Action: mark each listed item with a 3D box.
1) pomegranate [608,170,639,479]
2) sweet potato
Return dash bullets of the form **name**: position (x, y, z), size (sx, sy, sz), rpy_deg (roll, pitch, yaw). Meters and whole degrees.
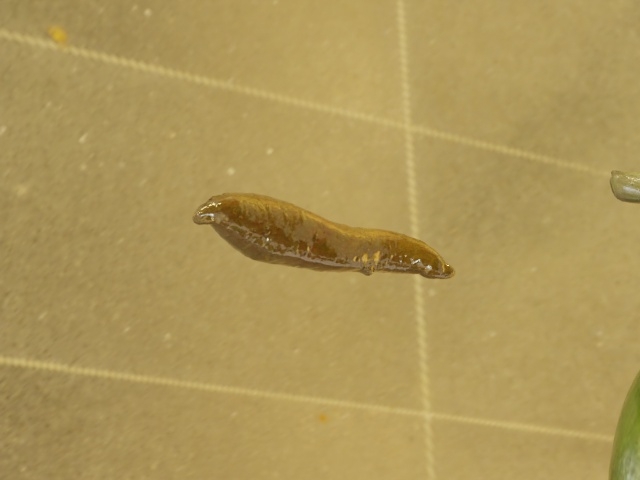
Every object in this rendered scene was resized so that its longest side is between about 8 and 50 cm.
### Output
- **pomegranate**: position (0.150, 0.056, 0.465), size (0.148, 0.148, 0.169), rpy_deg (-2, 75, -33)
- **sweet potato**: position (0.000, 0.000, 0.569), size (0.115, 0.026, 0.026), rpy_deg (11, 64, -34)
